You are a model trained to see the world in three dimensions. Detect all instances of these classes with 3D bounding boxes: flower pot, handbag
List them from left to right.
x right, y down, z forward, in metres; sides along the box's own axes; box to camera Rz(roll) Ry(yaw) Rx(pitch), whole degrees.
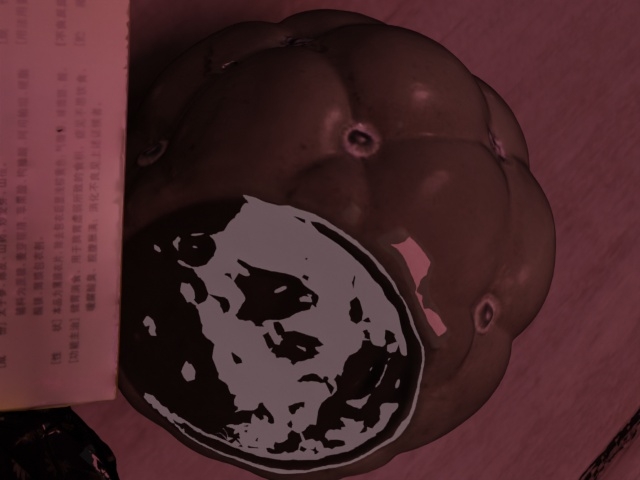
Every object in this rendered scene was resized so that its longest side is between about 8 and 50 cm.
[{"bbox_3d":[-0.127,0.155,0.619,0.072,0.139,0.115,-25,121,-41],"label":"handbag"},{"bbox_3d":[0.000,0.000,0.602,0.195,0.246,0.246,-56,143,-55],"label":"flower pot"}]

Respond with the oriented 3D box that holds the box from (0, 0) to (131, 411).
[{"bbox_3d":[-0.131,-0.081,0.490,0.062,0.175,0.261,-4,110,-23],"label":"box"}]
